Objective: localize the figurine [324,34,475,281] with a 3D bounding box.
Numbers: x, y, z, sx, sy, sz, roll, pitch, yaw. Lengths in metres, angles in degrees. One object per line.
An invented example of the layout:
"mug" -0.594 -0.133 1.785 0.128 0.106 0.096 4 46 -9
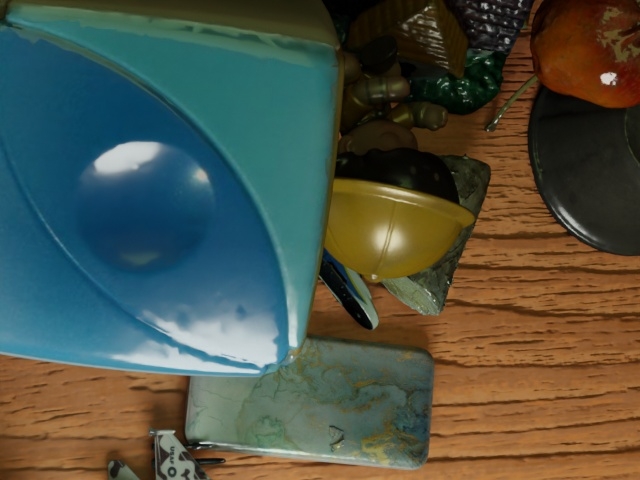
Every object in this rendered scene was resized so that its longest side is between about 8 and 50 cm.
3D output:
"figurine" 0.058 -0.082 1.581 0.192 0.167 0.256 10 55 -43

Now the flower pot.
"flower pot" 0.397 -0.118 1.752 0.269 0.166 0.269 1 85 -15

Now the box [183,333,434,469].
"box" -0.010 0.178 1.670 0.285 0.044 0.142 8 78 -15

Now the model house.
"model house" 0.125 -0.288 1.652 0.281 0.249 0.230 10 82 -14

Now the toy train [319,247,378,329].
"toy train" 0.000 0.000 1.687 0.051 0.052 0.234 -41 95 -20

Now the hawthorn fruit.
"hawthorn fruit" 0.283 -0.206 1.680 0.165 0.285 0.165 8 71 -26

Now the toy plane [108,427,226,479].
"toy plane" -0.134 0.281 1.598 0.234 0.082 0.160 -2 82 -1

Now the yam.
"yam" 0.124 -0.015 1.698 0.107 0.107 0.183 28 75 -11

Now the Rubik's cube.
"Rubik's cube" -0.178 -0.089 1.443 0.352 0.347 0.352 3 110 -10
